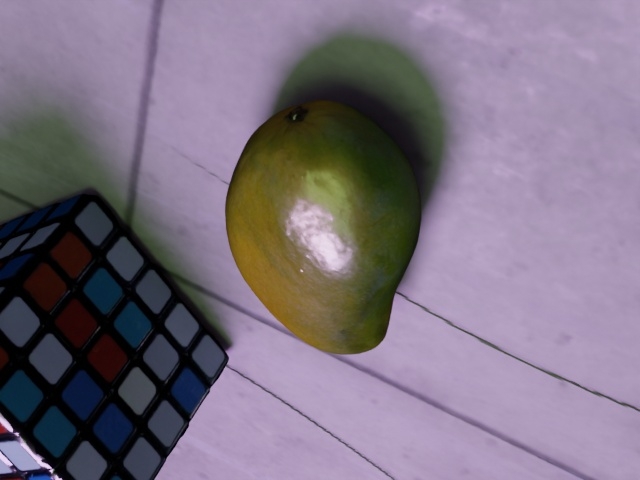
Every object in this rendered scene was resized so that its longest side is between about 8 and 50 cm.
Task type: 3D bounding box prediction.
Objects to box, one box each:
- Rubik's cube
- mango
[{"bbox_3d":[-0.218,0.100,0.784,0.184,0.182,0.187,-17,119,40],"label":"Rubik's cube"},{"bbox_3d":[-0.003,-0.003,0.640,0.122,0.085,0.191,21,135,7],"label":"mango"}]
